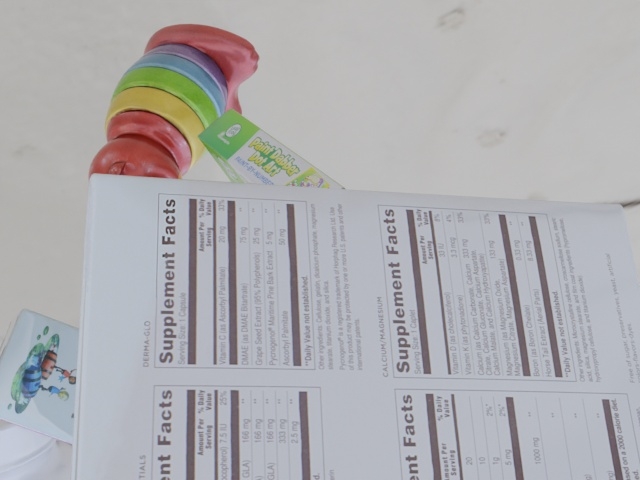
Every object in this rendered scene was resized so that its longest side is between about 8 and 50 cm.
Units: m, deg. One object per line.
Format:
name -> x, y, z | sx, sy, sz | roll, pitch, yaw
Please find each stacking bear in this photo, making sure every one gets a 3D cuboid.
stacking bear -> -0.214, -0.146, 1.364 | 0.164, 0.289, 0.175 | 23, 139, -3

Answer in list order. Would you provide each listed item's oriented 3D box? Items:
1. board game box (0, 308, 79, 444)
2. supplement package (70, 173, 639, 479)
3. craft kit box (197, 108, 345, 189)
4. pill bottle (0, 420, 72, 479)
board game box -> -0.157, 0.163, 0.955 | 0.303, 0.098, 0.224 | 22, 168, -15
supplement package -> 0.009, 0.104, 0.522 | 0.262, 0.198, 0.199 | 3, 153, -11
craft kit box -> 0.000, 0.000, 1.059 | 0.061, 0.250, 0.247 | -38, 126, -9
pill bottle -> -0.375, 0.379, 1.215 | 0.228, 0.408, 0.229 | -4, -164, 1
